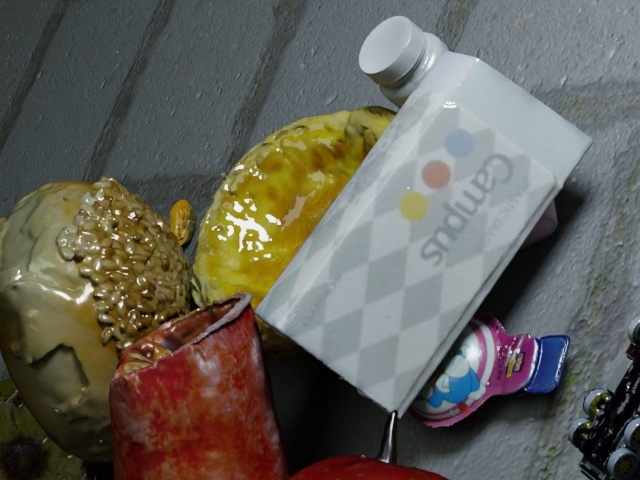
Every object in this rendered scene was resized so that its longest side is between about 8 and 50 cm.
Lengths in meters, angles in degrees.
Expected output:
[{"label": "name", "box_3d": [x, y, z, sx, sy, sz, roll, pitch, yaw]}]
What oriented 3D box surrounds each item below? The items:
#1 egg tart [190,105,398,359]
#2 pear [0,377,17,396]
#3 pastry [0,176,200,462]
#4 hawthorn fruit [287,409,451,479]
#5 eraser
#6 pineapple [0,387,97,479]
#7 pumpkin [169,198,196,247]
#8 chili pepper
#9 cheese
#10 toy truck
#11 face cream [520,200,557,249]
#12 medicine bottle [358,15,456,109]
[{"label": "egg tart", "box_3d": [0.000, 0.000, 2.013, 0.388, 0.169, 0.388, -26, 44, 29]}, {"label": "pear", "box_3d": [-0.427, 0.279, 2.263, 0.216, 0.166, 0.180, -38, 80, 28]}, {"label": "pastry", "box_3d": [-0.290, 0.100, 2.090, 0.245, 0.409, 0.409, -21, 44, 9]}, {"label": "hawthorn fruit", "box_3d": [0.051, 0.337, 1.581, 0.284, 0.285, 0.369, -17, 46, 41]}, {"label": "eraser", "box_3d": [0.119, -0.013, 1.797, 0.397, 0.213, 0.082, -54, -2, -4]}, {"label": "pineapple", "box_3d": [-0.418, 0.313, 2.172, 0.221, 0.221, 0.047, -53, 3, 1]}, {"label": "pumpkin", "box_3d": [-0.212, -0.022, 2.387, 0.050, 0.028, 0.083, -11, 62, 42]}, {"label": "chili pepper", "box_3d": [-0.162, 0.236, 1.841, 0.229, 0.251, 0.305, -6, 99, 38]}, {"label": "cheese", "box_3d": [0.180, 0.146, 1.775, 0.244, 0.062, 0.155, -7, 55, 45]}, {"label": "toy truck", "box_3d": [0.332, 0.171, 1.561, 0.192, 0.092, 0.083, -60, 34, 6]}, {"label": "face cream", "box_3d": [0.244, -0.082, 1.893, 0.084, 0.057, 0.198, -30, 44, 30]}, {"label": "medicine bottle", "box_3d": [0.142, -0.204, 1.994, 0.103, 0.186, 0.103, -30, 42, 31]}]
